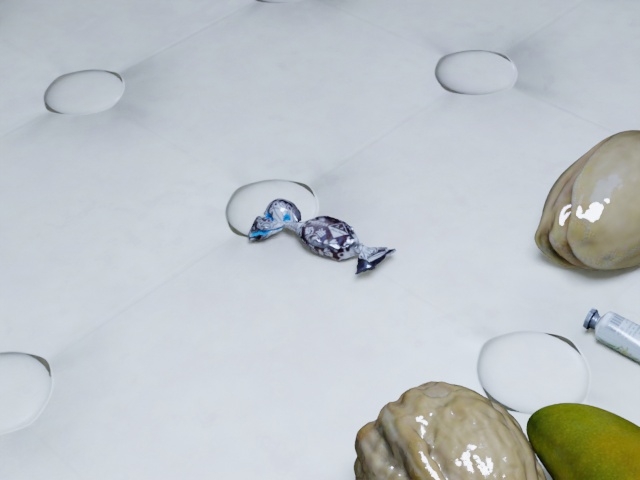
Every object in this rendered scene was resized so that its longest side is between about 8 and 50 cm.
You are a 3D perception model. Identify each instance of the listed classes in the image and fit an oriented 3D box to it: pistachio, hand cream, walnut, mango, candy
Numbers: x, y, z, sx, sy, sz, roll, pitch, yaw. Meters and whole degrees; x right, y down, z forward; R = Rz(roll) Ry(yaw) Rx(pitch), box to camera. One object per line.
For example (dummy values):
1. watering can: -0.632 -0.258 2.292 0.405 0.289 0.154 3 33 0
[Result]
1. pistachio: 0.436 -0.059 1.550 0.293 0.182 0.162 -29 10 -29
2. hand cream: 0.432 0.145 1.411 0.194 0.042 0.067 30 44 26
3. walnut: 0.140 0.259 1.191 0.198 0.198 0.245 -17 35 -13
4. mango: 0.324 0.270 1.128 0.146 0.129 0.289 -21 35 1
5. candy: 0.000 0.000 1.605 0.226 0.051 0.094 16 56 24
